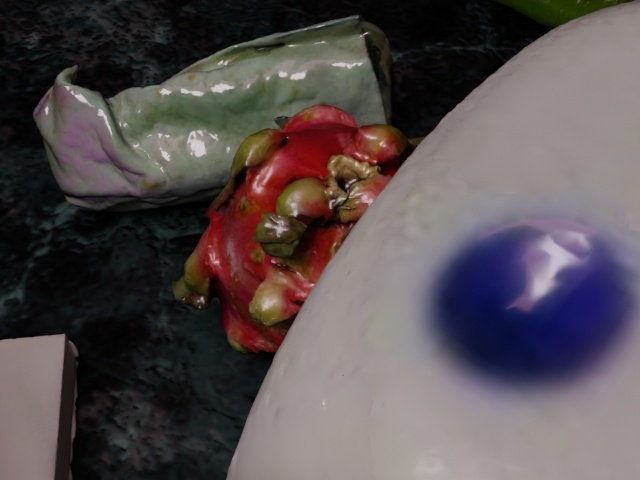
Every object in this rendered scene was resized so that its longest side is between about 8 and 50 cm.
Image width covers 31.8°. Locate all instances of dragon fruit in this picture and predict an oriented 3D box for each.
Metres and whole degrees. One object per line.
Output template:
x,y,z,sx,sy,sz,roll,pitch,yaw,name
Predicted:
0.000,0.000,0.642,0.166,0.172,0.160,-18,61,-15,dragon fruit

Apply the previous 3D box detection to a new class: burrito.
-0.062,-0.070,0.738,0.229,0.144,0.089,-14,62,-2,burrito

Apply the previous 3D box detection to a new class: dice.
0.150,0.096,0.479,0.277,0.304,0.304,31,58,24,dice

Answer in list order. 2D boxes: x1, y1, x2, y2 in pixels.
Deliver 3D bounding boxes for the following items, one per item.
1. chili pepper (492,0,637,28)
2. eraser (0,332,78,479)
0.254,-0.136,0.809,0.085,0.076,0.359,-44,56,-6,chili pepper
-0.258,0.134,0.638,0.230,0.038,0.157,-5,51,0,eraser
